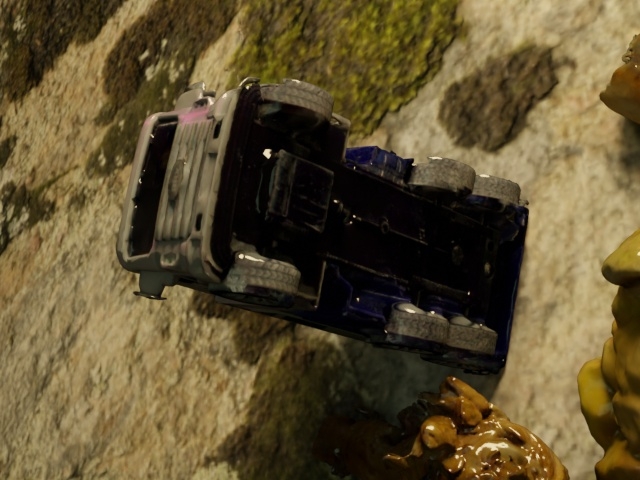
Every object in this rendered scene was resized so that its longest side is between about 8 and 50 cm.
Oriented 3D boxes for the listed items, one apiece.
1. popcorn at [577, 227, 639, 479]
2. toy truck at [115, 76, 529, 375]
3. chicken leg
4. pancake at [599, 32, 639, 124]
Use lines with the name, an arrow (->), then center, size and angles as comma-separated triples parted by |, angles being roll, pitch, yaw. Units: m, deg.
popcorn -> 0.220, 0.062, 0.527 | 0.194, 0.140, 0.163 | -19, 77, 49
toy truck -> 0.000, 0.000, 0.659 | 0.155, 0.268, 0.124 | 0, 75, 45
chicken leg -> 0.061, 0.139, 0.683 | 0.085, 0.101, 0.207 | -49, 30, -23
pancake -> 0.293, -0.157, 0.582 | 0.266, 0.057, 0.244 | 20, 90, 45
